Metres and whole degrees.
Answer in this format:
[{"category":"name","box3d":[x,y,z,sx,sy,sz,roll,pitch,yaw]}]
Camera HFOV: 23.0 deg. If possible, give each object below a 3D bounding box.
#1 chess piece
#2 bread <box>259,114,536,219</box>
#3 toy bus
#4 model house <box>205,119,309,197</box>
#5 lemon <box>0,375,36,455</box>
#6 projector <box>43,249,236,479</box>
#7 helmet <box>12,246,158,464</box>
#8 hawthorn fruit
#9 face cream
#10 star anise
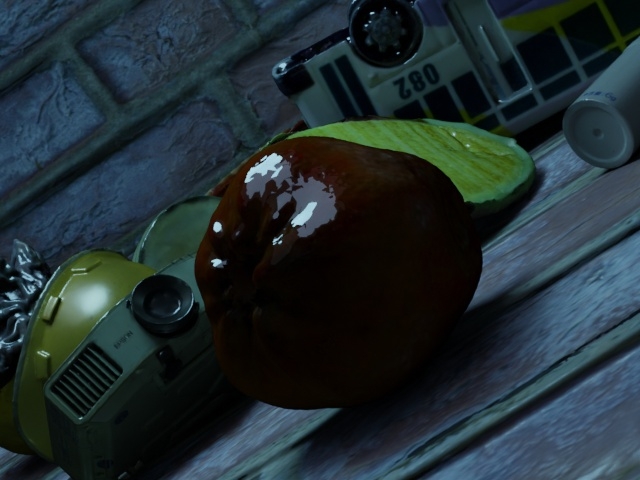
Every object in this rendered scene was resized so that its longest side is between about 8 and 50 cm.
[{"category":"chess piece","box3d":[-0.186,0.056,2.077,0.182,0.182,0.330,-38,4,-19]},{"category":"bread","box3d":[0.073,-0.070,1.648,0.301,0.045,0.301,0,22,0]},{"category":"toy bus","box3d":[0.181,-0.224,1.875,0.440,0.249,0.209,-28,11,6]},{"category":"model house","box3d":[-0.053,-0.055,2.168,0.196,0.160,0.254,-42,9,-34]},{"category":"lemon","box3d":[-0.371,0.191,2.014,0.170,0.170,0.207,-38,9,-19]},{"category":"projector","box3d":[-0.150,0.117,1.568,0.269,0.088,0.193,-40,-26,-29]},{"category":"helmet","box3d":[-0.219,0.132,1.766,0.140,0.205,0.257,1,59,34]},{"category":"hawthorn fruit","box3d":[0.032,0.020,1.272,0.261,0.224,0.224,-14,-7,-40]},{"category":"face cream","box3d":[0.328,-0.163,1.531,0.250,0.077,0.077,-42,11,-38]},{"category":"star anise","box3d":[-0.345,0.092,1.901,0.283,0.212,0.129,-51,-22,-34]}]
